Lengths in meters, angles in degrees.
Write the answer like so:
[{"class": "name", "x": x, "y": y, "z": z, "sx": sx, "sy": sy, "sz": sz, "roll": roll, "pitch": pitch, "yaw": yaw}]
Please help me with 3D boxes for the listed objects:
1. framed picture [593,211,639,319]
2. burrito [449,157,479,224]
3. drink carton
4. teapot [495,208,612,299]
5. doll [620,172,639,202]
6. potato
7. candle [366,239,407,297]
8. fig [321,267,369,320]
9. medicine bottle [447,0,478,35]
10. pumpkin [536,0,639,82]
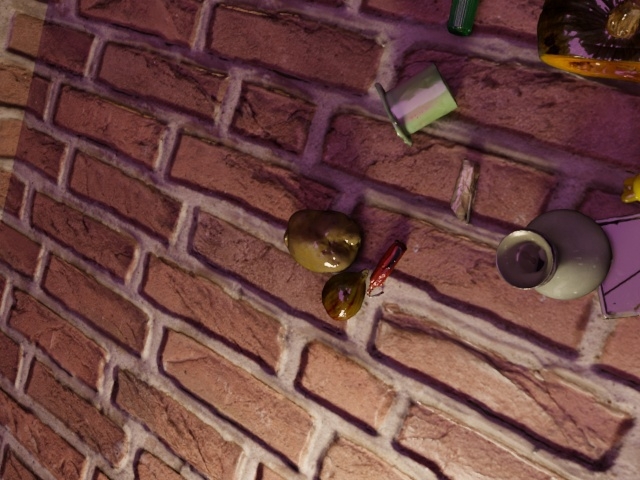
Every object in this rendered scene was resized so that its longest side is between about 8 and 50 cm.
[{"class": "framed picture", "x": 0.675, "y": 0.037, "z": 1.093, "sx": 0.281, "sy": 0.019, "sz": 0.208, "roll": -11, "pitch": 85, "yaw": 30}, {"class": "burrito", "x": 0.326, "y": -0.112, "z": 1.285, "sx": 0.055, "sy": 0.041, "sz": 0.149, "roll": 12, "pitch": 96, "yaw": 17}, {"class": "drink carton", "x": 0.228, "y": -0.317, "z": 1.297, "sx": 0.142, "sy": 0.144, "sz": 0.146, "roll": -29, "pitch": 76, "yaw": 18}, {"class": "teapot", "x": 0.438, "y": 0.030, "z": 1.091, "sx": 0.184, "sy": 0.251, "sz": 0.183, "roll": 2, "pitch": 93, "yaw": 43}, {"class": "doll", "x": 0.683, "y": -0.103, "z": 1.036, "sx": 0.241, "sy": 0.099, "sz": 0.135, "roll": 0, "pitch": 79, "yaw": 39}, {"class": "potato", "x": 0.002, "y": 0.001, "z": 1.429, "sx": 0.200, "sy": 0.137, "sz": 0.154, "roll": 12, "pitch": 67, "yaw": 30}, {"class": "candle", "x": 0.160, "y": 0.073, "z": 1.390, "sx": 0.162, "sy": 0.048, "sz": 0.053, "roll": -58, "pitch": 30, "yaw": 18}, {"class": "fig", "x": 0.071, "y": 0.126, "z": 1.402, "sx": 0.155, "sy": 0.103, "sz": 0.109, "roll": -41, "pitch": 91, "yaw": 26}, {"class": "medicine bottle", "x": 0.338, "y": -0.615, "z": 1.256, "sx": 0.111, "sy": 0.076, "sz": 0.308, "roll": 17, "pitch": 98, "yaw": 36}, {"class": "pumpkin", "x": 0.555, "y": -0.380, "z": 1.046, "sx": 0.317, "sy": 0.222, "sz": 0.139, "roll": 24, "pitch": 103, "yaw": 29}]
